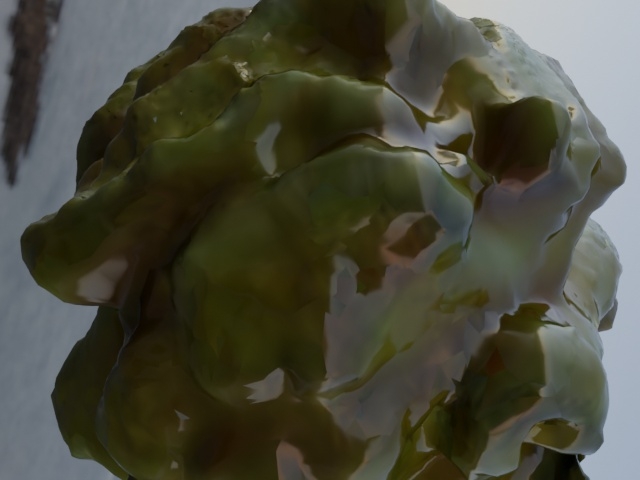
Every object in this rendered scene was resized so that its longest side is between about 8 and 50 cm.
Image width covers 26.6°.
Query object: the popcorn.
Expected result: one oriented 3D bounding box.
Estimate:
[{"bbox_3d":[-0.011,0.000,0.668,0.290,0.321,0.326,73,6,-55],"label":"popcorn"}]
